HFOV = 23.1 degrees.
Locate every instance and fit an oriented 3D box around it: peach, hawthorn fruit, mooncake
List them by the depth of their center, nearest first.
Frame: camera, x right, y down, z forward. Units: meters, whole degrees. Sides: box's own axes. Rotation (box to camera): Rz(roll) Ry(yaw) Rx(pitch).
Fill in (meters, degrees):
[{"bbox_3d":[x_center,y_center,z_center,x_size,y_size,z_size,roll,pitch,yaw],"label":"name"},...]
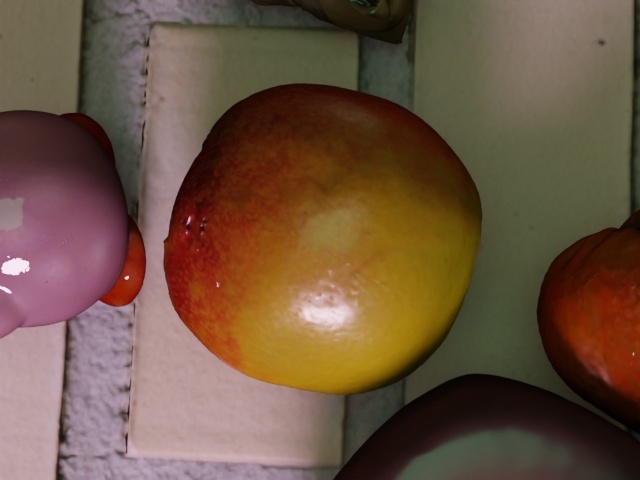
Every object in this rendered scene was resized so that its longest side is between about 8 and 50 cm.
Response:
[{"bbox_3d":[0.130,0.258,1.112,0.333,0.174,0.326,-4,88,-2],"label":"mooncake"},{"bbox_3d":[0.272,0.078,1.116,0.196,0.196,0.226,-28,95,2],"label":"hawthorn fruit"},{"bbox_3d":[0.000,0.000,1.140,0.230,0.231,0.231,-1,83,6],"label":"peach"}]

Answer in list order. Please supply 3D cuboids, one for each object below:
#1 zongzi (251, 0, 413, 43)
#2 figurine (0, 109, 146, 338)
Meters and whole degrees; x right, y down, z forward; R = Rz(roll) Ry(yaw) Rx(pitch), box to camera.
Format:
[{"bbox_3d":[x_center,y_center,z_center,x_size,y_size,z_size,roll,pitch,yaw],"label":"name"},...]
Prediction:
[{"bbox_3d":[-0.006,-0.276,1.233,0.204,0.094,0.205,15,81,16],"label":"zongzi"},{"bbox_3d":[-0.228,-0.014,1.182,0.173,0.173,0.173,-1,83,6],"label":"figurine"}]
